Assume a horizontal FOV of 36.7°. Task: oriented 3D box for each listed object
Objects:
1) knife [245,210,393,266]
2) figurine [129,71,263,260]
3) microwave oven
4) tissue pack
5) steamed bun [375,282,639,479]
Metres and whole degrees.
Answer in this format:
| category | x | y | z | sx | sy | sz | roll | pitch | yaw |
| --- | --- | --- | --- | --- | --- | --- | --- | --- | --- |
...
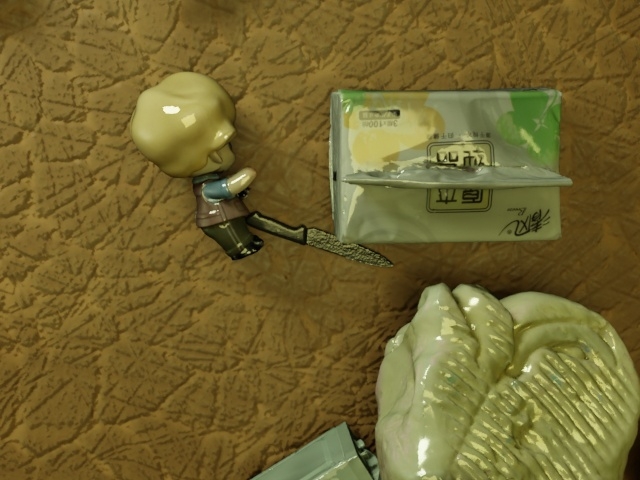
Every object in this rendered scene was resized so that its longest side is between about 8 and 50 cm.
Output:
| category | x | y | z | sx | sy | sz | roll | pitch | yaw |
| --- | --- | --- | --- | --- | --- | --- | --- | --- | --- |
| knife | 0.000 | 0.000 | 1.046 | 0.170 | 0.010 | 0.023 | 19 | 102 | -8 |
| figurine | -0.112 | -0.075 | 0.977 | 0.108 | 0.114 | 0.196 | -30 | 102 | 0 |
| microwave oven | 0.025 | 0.328 | 1.034 | 0.162 | 0.122 | 0.208 | -32 | 98 | 0 |
| tissue pack | 0.129 | -0.077 | 0.978 | 0.230 | 0.145 | 0.159 | -1 | 97 | -5 |
| steamed bun | 0.174 | 0.191 | 0.999 | 0.268 | 0.207 | 0.280 | 16 | 69 | -19 |
